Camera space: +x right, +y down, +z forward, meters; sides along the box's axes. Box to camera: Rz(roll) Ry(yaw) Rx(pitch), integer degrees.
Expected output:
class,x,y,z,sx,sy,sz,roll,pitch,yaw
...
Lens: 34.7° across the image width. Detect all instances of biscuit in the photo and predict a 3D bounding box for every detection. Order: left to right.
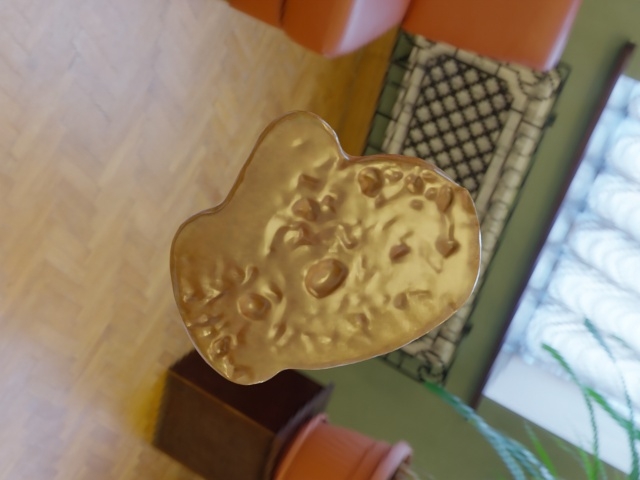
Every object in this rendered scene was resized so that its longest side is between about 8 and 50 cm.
class,x,y,z,sx,sy,sz,roll,pitch,yaw
biscuit,0.000,0.000,0.456,0.023,0.140,0.118,-83,162,-77
